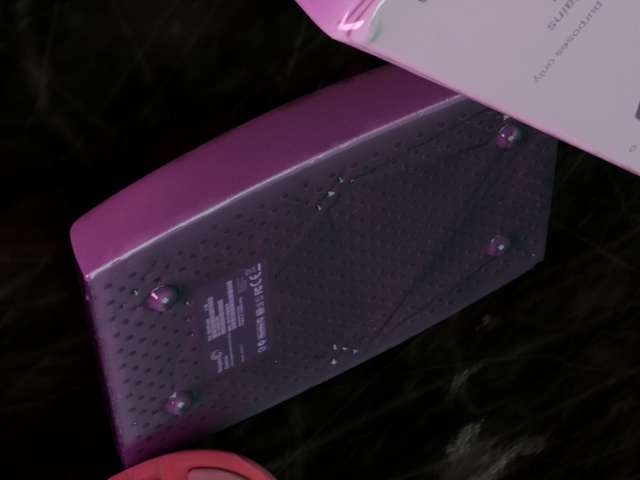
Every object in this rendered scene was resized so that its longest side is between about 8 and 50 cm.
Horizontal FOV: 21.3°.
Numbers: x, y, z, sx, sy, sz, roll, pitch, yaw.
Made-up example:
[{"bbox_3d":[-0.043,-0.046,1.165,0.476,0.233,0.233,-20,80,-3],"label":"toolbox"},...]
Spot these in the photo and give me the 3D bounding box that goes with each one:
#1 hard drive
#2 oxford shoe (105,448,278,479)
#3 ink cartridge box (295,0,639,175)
[{"bbox_3d":[0.000,0.000,0.834,0.254,0.054,0.172,-25,144,-18],"label":"hard drive"},{"bbox_3d":[-0.191,0.229,0.852,0.397,0.140,0.146,-19,169,-7],"label":"oxford shoe"},{"bbox_3d":[0.076,-0.137,0.597,0.307,0.223,0.129,17,117,-51],"label":"ink cartridge box"}]
